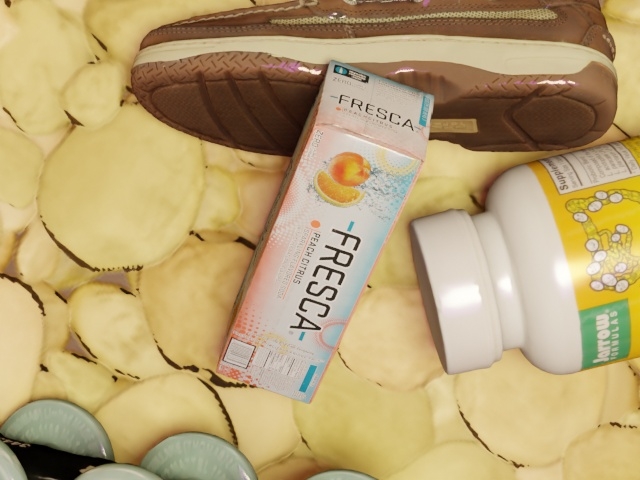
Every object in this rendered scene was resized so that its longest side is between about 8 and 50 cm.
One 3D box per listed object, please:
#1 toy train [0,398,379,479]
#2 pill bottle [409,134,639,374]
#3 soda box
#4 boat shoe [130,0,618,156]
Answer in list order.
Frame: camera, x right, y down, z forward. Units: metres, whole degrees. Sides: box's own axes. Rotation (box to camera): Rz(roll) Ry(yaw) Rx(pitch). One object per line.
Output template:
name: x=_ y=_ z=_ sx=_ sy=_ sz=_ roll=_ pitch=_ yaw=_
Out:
toy train: x=-0.093 y=0.200 z=0.771 sx=0.334 sy=0.142 sz=0.190 roll=11 pitch=96 yaw=16
pill bottle: x=0.159 y=0.006 z=0.797 sx=0.208 sy=0.117 sz=0.117 roll=-13 pitch=98 yaw=-1
soda box: x=0.000 y=0.000 z=0.772 sx=0.058 sy=0.063 sz=0.183 roll=19 pitch=130 yaw=-6
boat shoe: x=0.029 y=-0.103 z=0.802 sx=0.258 sy=0.095 sz=0.095 roll=4 pitch=62 yaw=3
